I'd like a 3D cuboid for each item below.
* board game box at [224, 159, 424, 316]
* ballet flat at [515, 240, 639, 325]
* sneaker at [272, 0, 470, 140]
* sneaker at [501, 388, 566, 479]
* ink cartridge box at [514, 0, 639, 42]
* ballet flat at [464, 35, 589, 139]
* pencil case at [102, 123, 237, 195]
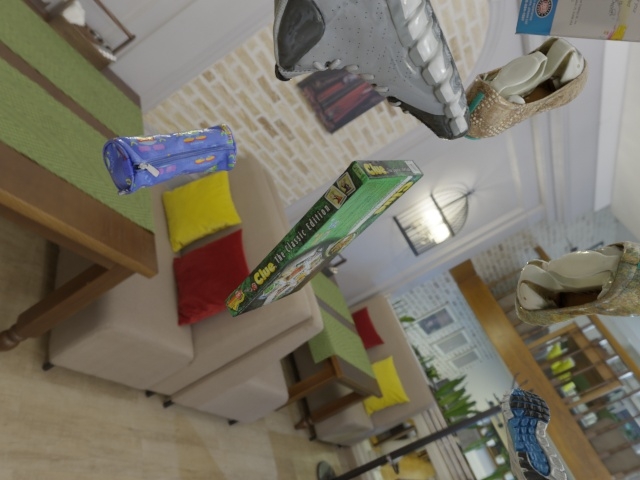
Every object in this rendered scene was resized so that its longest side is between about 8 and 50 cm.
[{"bbox_3d":[0.000,0.000,0.534,0.136,0.260,0.030,-11,62,-53],"label":"board game box"},{"bbox_3d":[0.402,0.069,0.721,0.123,0.123,0.348,61,-15,5],"label":"ballet flat"},{"bbox_3d":[0.033,-0.152,0.366,0.228,0.132,0.086,45,32,-43],"label":"sneaker"},{"bbox_3d":[0.307,0.308,0.660,0.190,0.072,0.082,-60,151,-58],"label":"sneaker"},{"bbox_3d":[0.439,-0.389,0.633,0.168,0.233,0.171,-38,139,-43],"label":"ink cartridge box"},{"bbox_3d":[0.226,-0.169,0.458,0.073,0.206,0.067,49,-23,18],"label":"ballet flat"},{"bbox_3d":[-0.336,-0.195,1.025,0.306,0.133,0.119,-23,119,-41],"label":"pencil case"}]
